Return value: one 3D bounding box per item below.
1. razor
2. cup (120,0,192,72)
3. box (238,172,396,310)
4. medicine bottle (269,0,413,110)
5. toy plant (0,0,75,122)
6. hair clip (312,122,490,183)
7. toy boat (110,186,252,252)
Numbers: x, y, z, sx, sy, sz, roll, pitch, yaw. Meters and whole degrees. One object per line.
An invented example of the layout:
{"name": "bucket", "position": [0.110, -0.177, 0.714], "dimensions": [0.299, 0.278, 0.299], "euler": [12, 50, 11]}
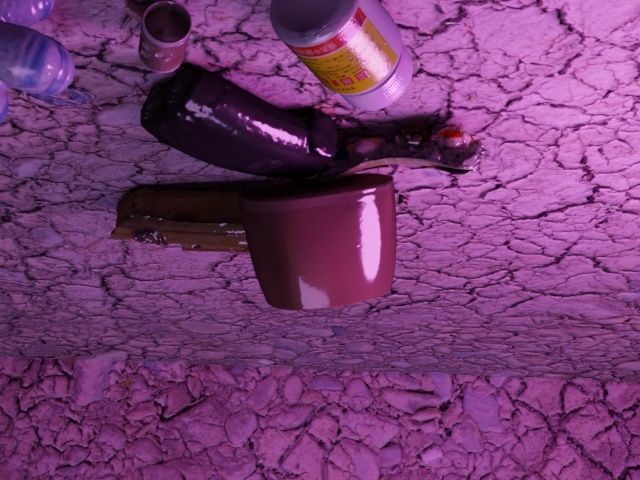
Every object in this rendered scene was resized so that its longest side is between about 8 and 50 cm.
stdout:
{"name": "razor", "position": [-0.134, -0.189, 1.761], "dimensions": [0.326, 0.107, 0.189], "euler": [17, 154, -35]}
{"name": "cup", "position": [-0.248, -0.302, 1.525], "dimensions": [0.102, 0.074, 0.099], "euler": [7, 158, -13]}
{"name": "box", "position": [0.000, 0.000, 1.902], "dimensions": [0.301, 0.216, 0.301], "euler": [-5, -171, 1]}
{"name": "medicine bottle", "position": [0.036, -0.288, 1.458], "dimensions": [0.139, 0.139, 0.225], "euler": [-10, 156, 25]}
{"name": "toy plant", "position": [-0.485, -0.280, 1.417], "dimensions": [0.247, 0.247, 0.332], "euler": [-19, 155, 41]}
{"name": "hair clip", "position": [0.141, -0.161, 1.841], "dimensions": [0.321, 0.091, 0.138], "euler": [-4, -168, 21]}
{"name": "toy boat", "position": [-0.227, -0.042, 2.126], "dimensions": [0.445, 0.136, 0.162], "euler": [2, 155, 10]}
